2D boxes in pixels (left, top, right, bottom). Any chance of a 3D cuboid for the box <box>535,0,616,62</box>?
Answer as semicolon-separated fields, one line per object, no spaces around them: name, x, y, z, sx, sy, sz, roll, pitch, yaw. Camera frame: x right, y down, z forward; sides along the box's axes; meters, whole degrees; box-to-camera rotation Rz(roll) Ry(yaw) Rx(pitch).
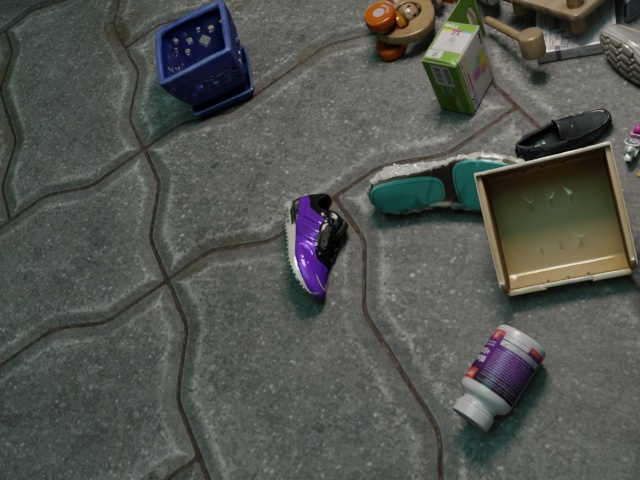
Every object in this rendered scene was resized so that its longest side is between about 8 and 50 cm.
box;0.628;-0.517;1.807;0.186;0.038;0.145;-6;59;23

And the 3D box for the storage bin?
storage bin;0.473;-0.036;1.483;0.262;0.123;0.260;-13;87;18

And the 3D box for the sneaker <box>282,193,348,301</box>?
sneaker;0.000;-0.001;1.759;0.146;0.102;0.293;-20;55;13

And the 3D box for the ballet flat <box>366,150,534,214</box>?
ballet flat;0.305;-0.146;1.691;0.409;0.147;0.147;-1;61;24

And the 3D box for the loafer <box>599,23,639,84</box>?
loafer;0.765;-0.394;1.632;0.111;0.112;0.319;-39;60;-7

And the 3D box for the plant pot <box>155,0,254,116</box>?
plant pot;-0.327;-0.516;2.151;0.236;0.212;0.236;-22;54;12

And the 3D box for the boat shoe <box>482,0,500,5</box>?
boat shoe;0.374;-0.745;2.003;0.156;0.136;0.367;-20;52;13

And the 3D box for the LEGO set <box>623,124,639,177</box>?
LEGO set;0.763;-0.172;1.494;0.287;0.107;0.132;11;67;30

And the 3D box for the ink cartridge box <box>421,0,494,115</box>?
ink cartridge box;0.369;-0.471;1.807;0.097;0.189;0.255;21;72;34

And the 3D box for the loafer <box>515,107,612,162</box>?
loafer;0.547;-0.240;1.655;0.223;0.078;0.076;-25;54;10

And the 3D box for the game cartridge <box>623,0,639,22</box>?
game cartridge;0.748;-0.562;1.748;0.056;0.083;0.017;-32;58;4

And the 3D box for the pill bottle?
pill bottle;0.343;0.270;1.431;0.108;0.108;0.193;29;76;35

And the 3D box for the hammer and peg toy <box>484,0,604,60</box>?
hammer and peg toy;0.566;-0.609;1.785;0.361;0.127;0.266;-39;45;-11

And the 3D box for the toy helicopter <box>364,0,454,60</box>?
toy helicopter;0.236;-0.679;2.032;0.235;0.140;0.355;-17;53;14
